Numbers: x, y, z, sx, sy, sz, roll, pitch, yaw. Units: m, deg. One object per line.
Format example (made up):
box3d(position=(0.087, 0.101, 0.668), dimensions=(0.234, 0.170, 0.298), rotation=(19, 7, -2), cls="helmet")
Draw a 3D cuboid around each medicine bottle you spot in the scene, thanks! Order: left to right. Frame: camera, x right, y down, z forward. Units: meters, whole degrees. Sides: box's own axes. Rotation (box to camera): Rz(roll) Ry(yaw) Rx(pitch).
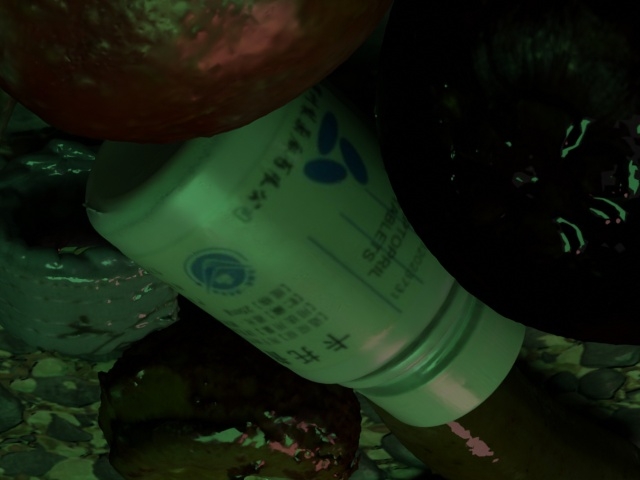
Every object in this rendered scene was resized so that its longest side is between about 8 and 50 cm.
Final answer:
box3d(position=(0.000, 0.000, 0.724), dimensions=(0.170, 0.170, 0.293), rotation=(-31, 126, 30), cls="medicine bottle")

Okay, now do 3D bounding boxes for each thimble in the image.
box3d(position=(-0.175, 0.005, 0.792), dimensions=(0.151, 0.127, 0.118), rotation=(-6, 144, -15), cls="thimble")

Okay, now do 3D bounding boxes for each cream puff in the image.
box3d(position=(-0.080, 0.151, 0.942), dimensions=(0.240, 0.164, 0.240), rotation=(1, 158, 0), cls="cream puff")

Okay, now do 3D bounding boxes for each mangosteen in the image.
box3d(position=(0.177, -0.094, 0.596), dimensions=(0.297, 0.293, 0.297), rotation=(21, 146, 15), cls="mangosteen")

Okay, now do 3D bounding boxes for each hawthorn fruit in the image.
box3d(position=(-0.082, -0.156, 0.505), dimensions=(0.231, 0.263, 0.235), rotation=(23, 154, 42), cls="hawthorn fruit")

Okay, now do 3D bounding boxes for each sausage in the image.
box3d(position=(0.168, 0.178, 1.005), dimensions=(0.136, 0.123, 0.501), rotation=(-48, 125, 7), cls="sausage")

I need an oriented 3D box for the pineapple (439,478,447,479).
box3d(position=(0.107, 0.333, 1.218), dimensions=(0.108, 0.108, 0.197), rotation=(33, 140, -33), cls="pineapple")
